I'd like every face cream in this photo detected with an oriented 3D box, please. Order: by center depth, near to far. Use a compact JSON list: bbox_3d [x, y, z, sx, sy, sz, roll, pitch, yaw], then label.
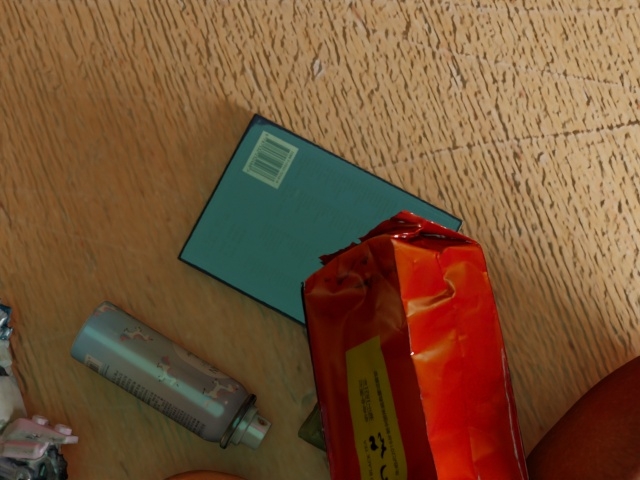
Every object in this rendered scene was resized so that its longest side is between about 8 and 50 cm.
[{"bbox_3d":[-0.159,0.155,1.275,0.229,0.075,0.075,32,86,3],"label":"face cream"}]

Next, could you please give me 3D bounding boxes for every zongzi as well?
[{"bbox_3d":[0.049,0.198,1.286,0.119,0.055,0.109,35,71,-16],"label":"zongzi"}]

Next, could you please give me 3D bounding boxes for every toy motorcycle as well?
[{"bbox_3d":[-0.362,0.166,1.260,0.239,0.108,0.204,18,85,2],"label":"toy motorcycle"}]

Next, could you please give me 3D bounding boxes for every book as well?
[{"bbox_3d":[0.000,0.000,1.312,0.269,0.025,0.191,28,87,3],"label":"book"}]

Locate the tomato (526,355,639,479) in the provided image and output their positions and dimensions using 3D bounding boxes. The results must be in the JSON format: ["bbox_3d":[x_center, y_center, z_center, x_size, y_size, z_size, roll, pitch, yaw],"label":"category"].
[{"bbox_3d":[0.365,0.277,1.164,0.341,0.273,0.342,0,89,-12],"label":"tomato"}]

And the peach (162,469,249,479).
[{"bbox_3d":[-0.125,0.325,1.210,0.184,0.184,0.184,0,85,1],"label":"peach"}]

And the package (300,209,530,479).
[{"bbox_3d":[0.094,0.191,1.157,0.123,0.196,0.424,1,70,-31],"label":"package"}]
